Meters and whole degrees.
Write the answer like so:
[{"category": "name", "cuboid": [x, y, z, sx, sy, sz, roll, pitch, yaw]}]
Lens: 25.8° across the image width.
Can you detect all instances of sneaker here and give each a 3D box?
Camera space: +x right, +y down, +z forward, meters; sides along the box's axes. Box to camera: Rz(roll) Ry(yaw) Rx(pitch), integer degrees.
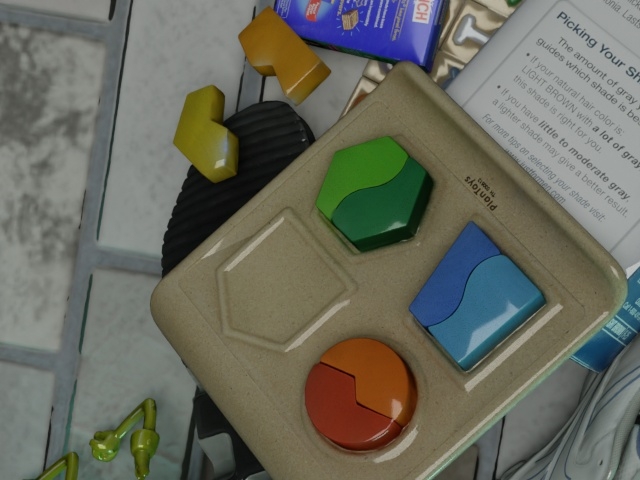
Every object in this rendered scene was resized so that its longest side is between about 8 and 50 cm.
[{"category": "sneaker", "cuboid": [-0.014, 0.073, 0.924, 0.122, 0.146, 0.330, -16, 68, 29]}, {"category": "sneaker", "cuboid": [0.176, 0.164, 0.893, 0.111, 0.129, 0.297, 27, 97, 2]}]

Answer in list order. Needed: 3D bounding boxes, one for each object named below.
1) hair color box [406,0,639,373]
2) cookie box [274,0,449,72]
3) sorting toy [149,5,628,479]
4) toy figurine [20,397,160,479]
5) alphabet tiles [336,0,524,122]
[{"category": "hair color box", "cuboid": [0.216, -0.106, 0.847, 0.347, 0.105, 0.174, -48, 63, 7]}, {"category": "cookie box", "cuboid": [0.032, -0.168, 0.924, 0.107, 0.040, 0.091, 16, 95, 13]}, {"category": "sorting toy", "cuboid": [0.000, 0.000, 0.831, 0.229, 0.041, 0.307, -44, 61, 5]}, {"category": "toy figurine", "cuboid": [-0.177, 0.309, 0.958, 0.362, 0.191, 0.217, -35, 118, 8]}, {"category": "alphabet tiles", "cuboid": [0.132, -0.101, 0.941, 0.198, 0.009, 0.237, 28, 96, 4]}]
